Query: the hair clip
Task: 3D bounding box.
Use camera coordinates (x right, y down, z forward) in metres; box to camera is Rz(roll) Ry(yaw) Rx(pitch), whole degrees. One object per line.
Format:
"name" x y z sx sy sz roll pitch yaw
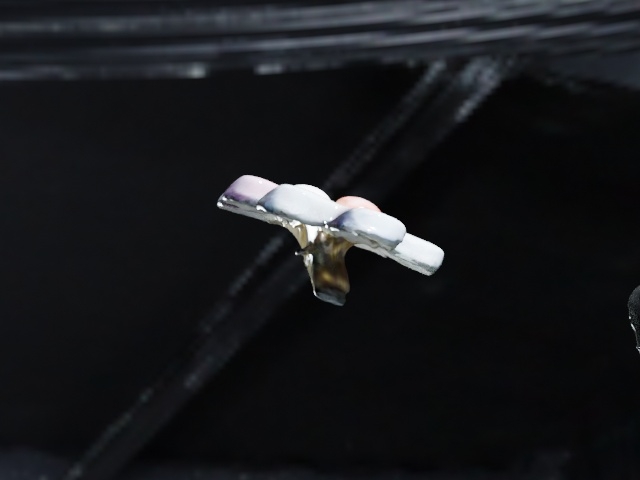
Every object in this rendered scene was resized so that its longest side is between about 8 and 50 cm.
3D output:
"hair clip" 0.002 -0.008 1.457 0.146 0.075 0.257 13 8 -16

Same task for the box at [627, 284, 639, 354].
"box" 0.391 0.182 1.453 0.350 0.359 0.091 38 -71 -17
